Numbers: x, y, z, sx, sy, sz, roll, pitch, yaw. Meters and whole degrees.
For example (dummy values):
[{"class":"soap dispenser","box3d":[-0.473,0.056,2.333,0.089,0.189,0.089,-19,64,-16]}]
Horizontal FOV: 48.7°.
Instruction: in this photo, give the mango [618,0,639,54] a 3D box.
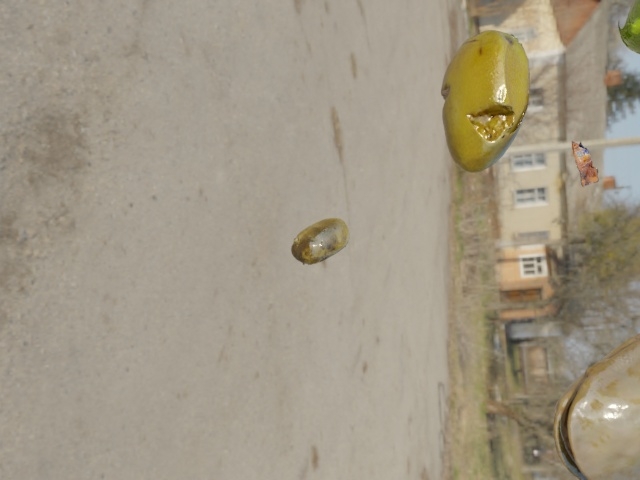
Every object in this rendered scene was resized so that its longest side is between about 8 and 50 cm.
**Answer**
[{"class":"mango","box3d":[0.475,-0.305,0.931,0.119,0.100,0.178,-62,-177,-5]}]

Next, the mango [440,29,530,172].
[{"class":"mango","box3d":[0.277,-0.239,1.208,0.130,0.167,0.262,23,57,-23]}]

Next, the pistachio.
[{"class":"pistachio","box3d":[0.423,0.246,0.944,0.213,0.260,0.163,71,-19,2]}]

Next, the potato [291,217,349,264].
[{"class":"potato","box3d":[0.000,0.000,0.914,0.051,0.083,0.040,52,-17,20]}]

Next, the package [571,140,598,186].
[{"class":"package","box3d":[0.616,-0.182,1.651,0.077,0.033,0.111,-6,76,-55]}]
